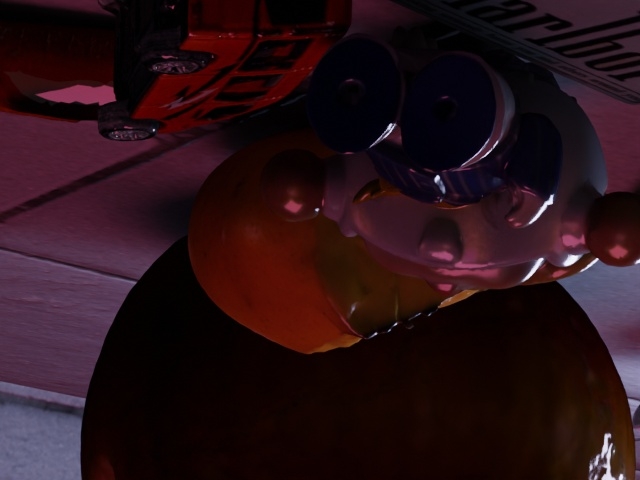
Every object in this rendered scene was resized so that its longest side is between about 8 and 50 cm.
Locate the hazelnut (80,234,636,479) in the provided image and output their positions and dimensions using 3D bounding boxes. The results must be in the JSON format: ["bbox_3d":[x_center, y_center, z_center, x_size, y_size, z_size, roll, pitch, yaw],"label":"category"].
[{"bbox_3d":[0.022,0.172,1.442,0.429,0.402,0.402,6,168,-16],"label":"hazelnut"}]

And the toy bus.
[{"bbox_3d":[-0.052,-0.104,0.867,0.089,0.081,0.195,2,169,-16],"label":"toy bus"}]

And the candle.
[{"bbox_3d":[-0.232,-0.106,1.014,0.301,0.059,0.084,8,156,-5],"label":"candle"}]

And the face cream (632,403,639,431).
[{"bbox_3d":[0.435,0.172,1.630,0.145,0.145,0.369,15,167,-28],"label":"face cream"}]

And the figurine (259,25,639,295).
[{"bbox_3d":[0.055,-0.046,0.900,0.193,0.133,0.274,3,170,35],"label":"figurine"}]

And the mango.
[{"bbox_3d":[0.000,0.000,1.169,0.187,0.138,0.257,-6,179,-28],"label":"mango"}]

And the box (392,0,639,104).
[{"bbox_3d":[0.121,-0.108,0.824,0.177,0.036,0.115,17,165,-35],"label":"box"}]
